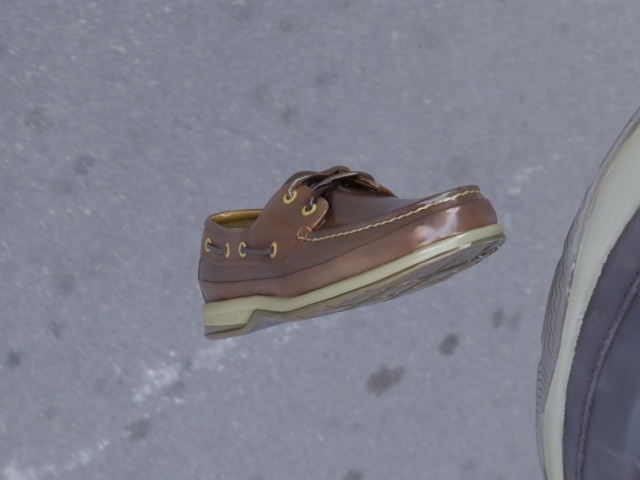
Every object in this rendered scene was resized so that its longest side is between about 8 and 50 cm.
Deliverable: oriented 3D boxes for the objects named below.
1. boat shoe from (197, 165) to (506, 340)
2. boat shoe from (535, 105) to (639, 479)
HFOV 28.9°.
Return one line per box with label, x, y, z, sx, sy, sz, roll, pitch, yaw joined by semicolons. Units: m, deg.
boat shoe;0.000;0.000;0.502;0.064;0.178;0.060;-12;87;-36
boat shoe;0.166;-0.008;0.346;0.132;0.130;0.355;-4;124;-27
